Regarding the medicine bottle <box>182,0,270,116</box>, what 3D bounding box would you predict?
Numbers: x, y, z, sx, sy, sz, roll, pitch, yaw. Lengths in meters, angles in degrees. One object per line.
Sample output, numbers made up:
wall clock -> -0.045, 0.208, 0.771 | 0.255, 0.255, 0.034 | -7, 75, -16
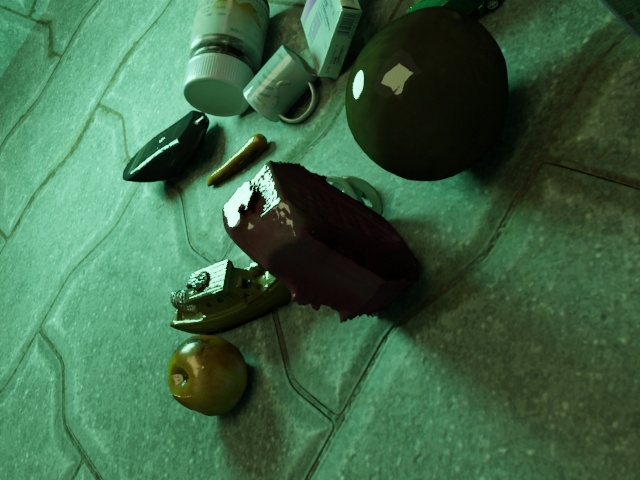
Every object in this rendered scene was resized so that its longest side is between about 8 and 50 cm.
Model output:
medicine bottle -> -0.208, -0.427, 1.784 | 0.165, 0.165, 0.273 | -17, 56, 40

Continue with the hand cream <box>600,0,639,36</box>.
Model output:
hand cream -> 0.402, -0.341, 1.077 | 0.076, 0.174, 0.047 | -29, 48, 33

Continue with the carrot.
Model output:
carrot -> -0.183, -0.165, 1.699 | 0.190, 0.037, 0.037 | -34, 46, 30

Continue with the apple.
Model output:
apple -> -0.201, 0.232, 1.403 | 0.146, 0.146, 0.146 | -25, 51, 35

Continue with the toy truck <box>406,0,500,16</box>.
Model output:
toy truck -> 0.232, -0.403, 1.372 | 0.147, 0.079, 0.065 | -35, 45, 25

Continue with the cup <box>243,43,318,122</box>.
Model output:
cup -> -0.075, -0.308, 1.622 | 0.133, 0.099, 0.136 | -44, 41, 17

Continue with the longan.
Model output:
longan -> 0.159, -0.218, 1.203 | 0.258, 0.258, 0.258 | -25, 51, 35

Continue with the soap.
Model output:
soap -> 0.000, 0.000, 1.180 | 0.127, 0.325, 0.220 | -51, 38, 17

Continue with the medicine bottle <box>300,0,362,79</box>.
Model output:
medicine bottle -> 0.021, -0.447, 1.588 | 0.171, 0.052, 0.201 | 114, 152, -46

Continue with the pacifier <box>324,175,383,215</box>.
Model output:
pacifier -> 0.038, -0.073, 1.365 | 0.150, 0.127, 0.117 | -32, 22, 39

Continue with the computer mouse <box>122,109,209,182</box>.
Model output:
computer mouse -> -0.341, -0.204, 1.851 | 0.264, 0.088, 0.147 | -30, 31, 32

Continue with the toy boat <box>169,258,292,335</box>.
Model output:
toy boat -> -0.166, 0.091, 1.460 | 0.321, 0.121, 0.089 | -23, 46, 37
